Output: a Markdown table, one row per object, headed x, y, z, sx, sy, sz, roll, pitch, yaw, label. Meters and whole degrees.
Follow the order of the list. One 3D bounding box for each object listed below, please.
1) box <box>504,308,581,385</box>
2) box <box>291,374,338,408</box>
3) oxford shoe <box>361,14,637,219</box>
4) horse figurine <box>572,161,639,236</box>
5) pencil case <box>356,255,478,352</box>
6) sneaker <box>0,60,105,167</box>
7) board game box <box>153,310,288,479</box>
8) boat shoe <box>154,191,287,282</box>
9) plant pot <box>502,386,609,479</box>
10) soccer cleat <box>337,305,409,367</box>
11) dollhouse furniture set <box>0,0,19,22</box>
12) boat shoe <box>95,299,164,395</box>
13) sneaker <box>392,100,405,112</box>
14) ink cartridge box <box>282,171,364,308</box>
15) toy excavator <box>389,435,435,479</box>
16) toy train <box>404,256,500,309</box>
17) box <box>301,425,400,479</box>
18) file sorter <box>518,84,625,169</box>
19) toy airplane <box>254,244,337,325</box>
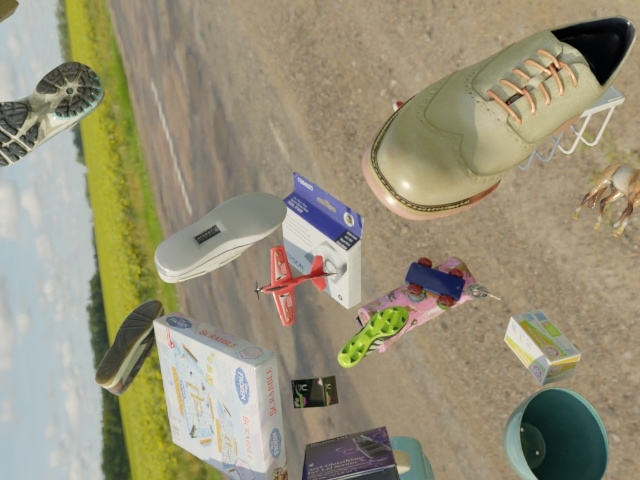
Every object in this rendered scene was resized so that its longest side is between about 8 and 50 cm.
| x | y | z | sx | sy | sz | roll | pitch | yaw | label |
| --- | --- | --- | --- | --- | --- | --- | --- | --- | --- |
| 0.658 | 0.316 | 2.090 | 0.203 | 0.114 | 0.103 | -123 | 28 | -47 | box |
| -0.012 | 0.321 | 1.488 | 0.083 | 0.052 | 0.062 | -12 | 81 | 33 | box |
| 0.202 | -0.156 | 0.761 | 0.140 | 0.397 | 0.146 | 50 | 146 | 5 | oxford shoe |
| 0.609 | -0.097 | 1.414 | 0.174 | 0.066 | 0.263 | -58 | 10 | 5 | horse figurine |
| 0.309 | 0.196 | 2.202 | 0.160 | 0.386 | 0.167 | 62 | 169 | -5 | pencil case |
| -0.503 | -0.208 | 1.247 | 0.110 | 0.283 | 0.122 | 62 | 179 | -4 | sneaker |
| -0.210 | 0.338 | 1.469 | 0.318 | 0.066 | 0.318 | 16 | 119 | 39 | board game box |
| -0.183 | 0.000 | 1.313 | 0.096 | 0.268 | 0.088 | 50 | 156 | 15 | boat shoe |
| 0.632 | 0.575 | 1.990 | 0.195 | 0.290 | 0.290 | 135 | 125 | -62 | plant pot |
| 0.107 | 0.198 | 1.460 | 0.060 | 0.179 | 0.072 | 51 | 170 | 11 | soccer cleat |
| -0.541 | -0.340 | 1.006 | 0.123 | 0.151 | 0.144 | -33 | 22 | 41 | dollhouse furniture set |
| -0.405 | 0.232 | 1.528 | 0.223 | 0.080 | 0.073 | -64 | -36 | -34 | boat shoe |
| 0.195 | -0.242 | 1.336 | 0.067 | 0.118 | 0.042 | -24 | 55 | 38 | sneaker |
| 0.000 | 0.000 | 1.451 | 0.223 | 0.045 | 0.223 | 36 | 141 | 38 | ink cartridge box |
| 0.134 | 0.525 | 1.592 | 0.445 | 0.433 | 0.222 | -44 | 45 | 47 | toy excavator |
| 0.349 | 0.147 | 1.888 | 0.143 | 0.248 | 0.105 | 84 | -152 | -63 | toy train |
| 0.055 | 0.399 | 1.151 | 0.207 | 0.153 | 0.108 | -99 | -5 | -88 | box |
| 0.491 | -0.285 | 1.595 | 0.173 | 0.278 | 0.192 | 92 | 153 | -54 | file sorter |
| -0.045 | 0.069 | 1.227 | 0.028 | 0.151 | 0.151 | -143 | 48 | -65 | toy airplane |
